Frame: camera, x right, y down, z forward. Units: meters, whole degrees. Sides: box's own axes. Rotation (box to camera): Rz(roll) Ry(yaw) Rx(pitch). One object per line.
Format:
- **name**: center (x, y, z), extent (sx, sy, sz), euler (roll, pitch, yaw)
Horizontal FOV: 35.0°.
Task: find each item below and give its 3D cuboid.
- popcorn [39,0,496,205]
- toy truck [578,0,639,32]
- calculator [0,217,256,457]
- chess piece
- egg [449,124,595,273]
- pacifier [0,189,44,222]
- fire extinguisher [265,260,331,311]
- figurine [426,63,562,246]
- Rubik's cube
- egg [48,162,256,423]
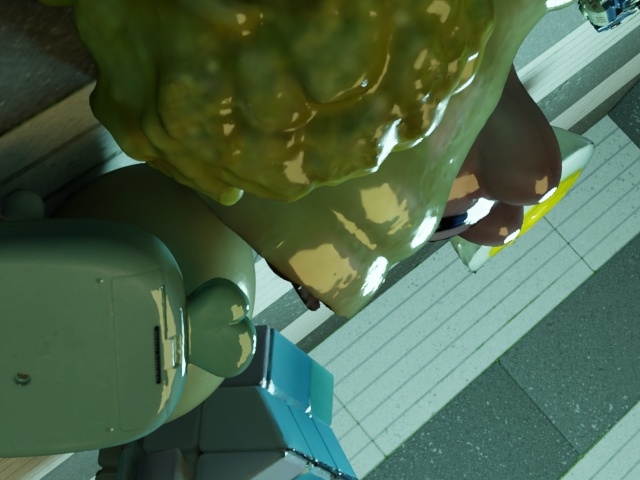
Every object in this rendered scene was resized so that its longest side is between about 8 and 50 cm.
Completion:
- **popcorn**: center (-0.020, -0.133, 0.503), extent (0.235, 0.216, 0.181), euler (-51, -166, 19)
- **toy truck**: center (0.437, -0.368, 1.545), extent (0.088, 0.074, 0.201), euler (-38, 171, 15)
- **calculator**: center (-0.188, 0.070, 0.677), extent (0.295, 0.042, 0.184), euler (-4, 121, -11)
- **chess piece**: center (0.093, -0.174, 0.711), extent (0.442, 0.234, 0.234), euler (-46, 170, 3)
- **egg**: center (0.336, -0.114, 1.920), extent (0.337, 0.201, 0.337), euler (-43, 165, -14)
- **pacifier**: center (-0.214, -0.001, 0.705), extent (0.099, 0.081, 0.078), euler (-53, -167, 53)
- **fire extinguisher**: center (0.000, 0.000, 1.281), extent (0.106, 0.147, 0.337), euler (-35, 168, -22)
- **figurine**: center (0.078, -0.120, 0.935), extent (0.211, 0.261, 0.270), euler (-11, 166, -7)
- **Rubik's cube**: center (-0.156, 0.296, 1.510), extent (0.368, 0.358, 0.387), euler (-7, 153, 22)
- **egg**: center (-0.146, 0.045, 0.806), extent (0.186, 0.186, 0.242), euler (-31, 153, -45)
